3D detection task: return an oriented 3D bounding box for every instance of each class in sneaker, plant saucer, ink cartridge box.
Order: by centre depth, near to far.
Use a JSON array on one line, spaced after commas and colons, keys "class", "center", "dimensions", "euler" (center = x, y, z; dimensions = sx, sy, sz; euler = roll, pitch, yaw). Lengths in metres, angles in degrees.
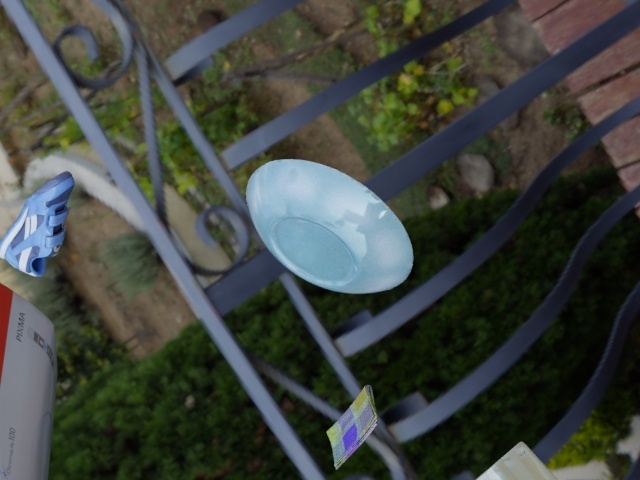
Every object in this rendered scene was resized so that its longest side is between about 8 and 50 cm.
[{"class": "plant saucer", "center": [0.000, 0.000, 1.030], "dimensions": [0.195, 0.037, 0.195], "euler": [22, 146, 16]}, {"class": "sneaker", "center": [-0.311, -0.018, 1.134], "dimensions": [0.059, 0.053, 0.144], "euler": [41, 118, 4]}, {"class": "ink cartridge box", "center": [-0.417, 0.212, 1.363], "dimensions": [0.385, 0.091, 0.308], "euler": [107, 163, -49]}]

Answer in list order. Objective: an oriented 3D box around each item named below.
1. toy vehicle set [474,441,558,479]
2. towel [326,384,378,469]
[{"class": "toy vehicle set", "center": [0.114, 0.264, 0.665], "dimensions": [0.166, 0.035, 0.267], "euler": [48, 137, 15]}, {"class": "towel", "center": [0.035, 0.200, 1.077], "dimensions": [0.009, 0.060, 0.083], "euler": [26, 117, -23]}]
